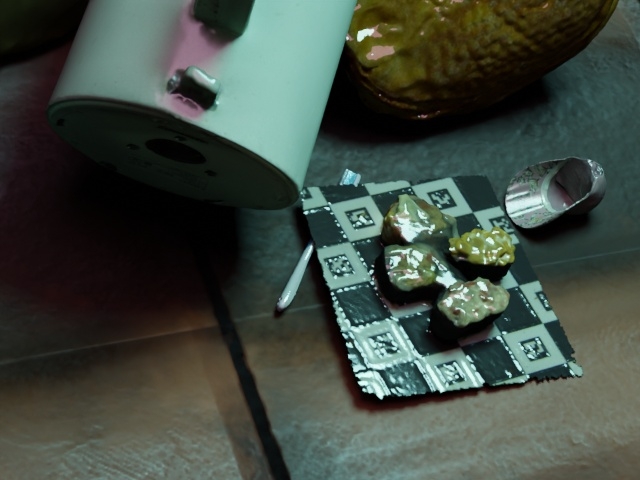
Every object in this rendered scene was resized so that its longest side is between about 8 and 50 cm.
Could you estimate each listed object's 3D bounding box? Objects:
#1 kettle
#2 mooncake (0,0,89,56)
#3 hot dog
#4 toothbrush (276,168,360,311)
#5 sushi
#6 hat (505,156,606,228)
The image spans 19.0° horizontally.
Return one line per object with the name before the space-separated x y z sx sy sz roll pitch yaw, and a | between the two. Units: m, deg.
kettle | -0.075 -0.214 1.466 0.205 0.265 0.318 12 74 25
mooncake | -0.308 -0.370 1.626 0.394 0.246 0.393 43 49 17
hot dog | 0.128 -0.219 1.627 0.272 0.122 0.196 -29 85 -4
toothbrush | 0.000 0.000 1.540 0.017 0.014 0.162 31 51 -6
sushi | 0.096 0.021 1.517 0.192 0.040 0.210 -5 54 -22
hat | 0.200 -0.037 1.604 0.087 0.042 0.058 -32 55 7
